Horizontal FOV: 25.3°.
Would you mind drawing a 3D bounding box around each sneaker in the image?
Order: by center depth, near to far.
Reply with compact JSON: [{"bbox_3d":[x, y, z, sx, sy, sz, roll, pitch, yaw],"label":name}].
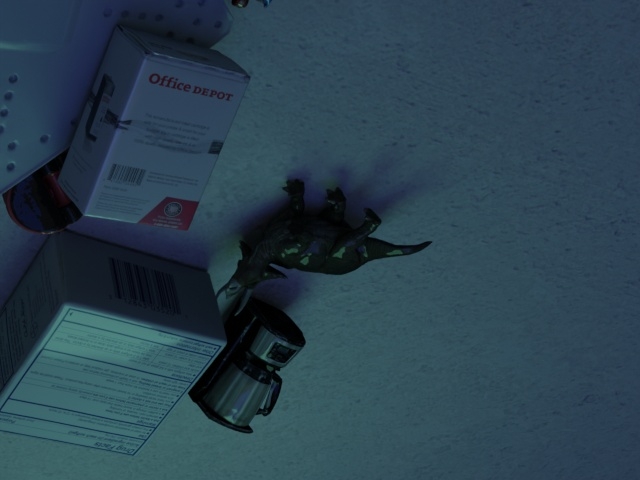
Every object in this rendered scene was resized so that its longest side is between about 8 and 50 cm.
[{"bbox_3d":[-0.280,-0.120,1.860,0.314,0.136,0.116,-27,110,-19],"label":"sneaker"}]

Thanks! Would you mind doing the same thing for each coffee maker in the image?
[{"bbox_3d":[-0.126,0.177,2.191,0.178,0.171,0.120,-57,151,9],"label":"coffee maker"}]

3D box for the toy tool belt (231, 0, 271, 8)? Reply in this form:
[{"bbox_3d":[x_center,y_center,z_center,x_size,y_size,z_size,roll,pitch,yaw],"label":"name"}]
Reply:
[{"bbox_3d":[-0.067,-0.312,1.763,0.051,0.052,0.083,26,123,-27],"label":"toy tool belt"}]

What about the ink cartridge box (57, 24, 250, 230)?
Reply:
[{"bbox_3d":[-0.203,-0.135,1.727,0.158,0.092,0.218,9,114,-40],"label":"ink cartridge box"}]

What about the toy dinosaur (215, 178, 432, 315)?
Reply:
[{"bbox_3d":[0.000,0.000,2.085,0.313,0.121,0.160,-7,148,-18],"label":"toy dinosaur"}]

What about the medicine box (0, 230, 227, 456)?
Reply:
[{"bbox_3d":[-0.329,0.160,2.087,0.263,0.149,0.289,17,127,-32],"label":"medicine box"}]

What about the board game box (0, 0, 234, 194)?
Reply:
[{"bbox_3d":[-0.337,-0.279,1.630,0.390,0.050,0.390,-36,137,-5],"label":"board game box"}]
